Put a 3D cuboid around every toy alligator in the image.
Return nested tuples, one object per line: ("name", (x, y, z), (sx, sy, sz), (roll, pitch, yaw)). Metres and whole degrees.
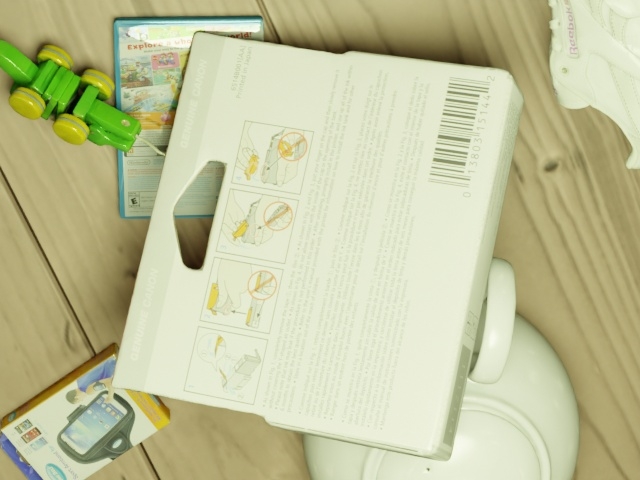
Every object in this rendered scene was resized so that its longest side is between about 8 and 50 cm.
("toy alligator", (-0.184, -0.098, 1.475), (0.190, 0.051, 0.056), (31, 64, -8))

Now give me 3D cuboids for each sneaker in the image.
("sneaker", (0.212, -0.186, 1.446), (0.152, 0.114, 0.305), (-30, 99, 32))

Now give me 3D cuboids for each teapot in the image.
("teapot", (0.106, 0.170, 1.529), (0.252, 0.187, 0.256), (-33, 108, 7))

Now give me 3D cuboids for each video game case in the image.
("video game case", (-0.105, -0.098, 1.504), (0.119, 0.015, 0.166), (-1, 110, -4))

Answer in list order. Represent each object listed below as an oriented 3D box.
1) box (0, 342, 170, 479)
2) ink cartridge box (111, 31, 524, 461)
("box", (-0.205, 0.157, 1.583), (0.136, 0.028, 0.081), (-35, 109, 6))
("ink cartridge box", (0.000, 0.000, 1.437), (0.261, 0.066, 0.296), (10, 81, 18))
